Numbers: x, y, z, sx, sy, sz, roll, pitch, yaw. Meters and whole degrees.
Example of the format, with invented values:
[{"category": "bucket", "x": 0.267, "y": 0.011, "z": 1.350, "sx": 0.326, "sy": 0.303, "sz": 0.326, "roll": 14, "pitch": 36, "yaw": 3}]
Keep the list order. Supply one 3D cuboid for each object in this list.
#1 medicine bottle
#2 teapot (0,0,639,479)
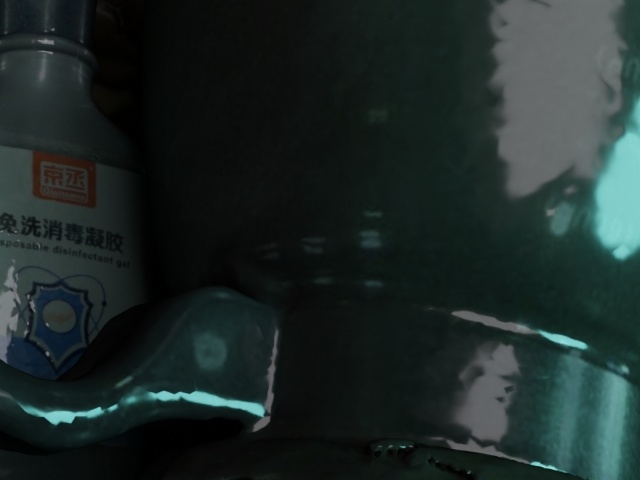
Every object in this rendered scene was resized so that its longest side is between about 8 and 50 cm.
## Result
[{"category": "medicine bottle", "x": -0.098, "y": 0.000, "z": 0.597, "sx": 0.090, "sy": 0.054, "sz": 0.208, "roll": 10, "pitch": 69, "yaw": -28}, {"category": "teapot", "x": 0.023, "y": 0.001, "z": 0.527, "sx": 0.305, "sy": 0.223, "sz": 0.285, "roll": 41, "pitch": 52, "yaw": -56}]
